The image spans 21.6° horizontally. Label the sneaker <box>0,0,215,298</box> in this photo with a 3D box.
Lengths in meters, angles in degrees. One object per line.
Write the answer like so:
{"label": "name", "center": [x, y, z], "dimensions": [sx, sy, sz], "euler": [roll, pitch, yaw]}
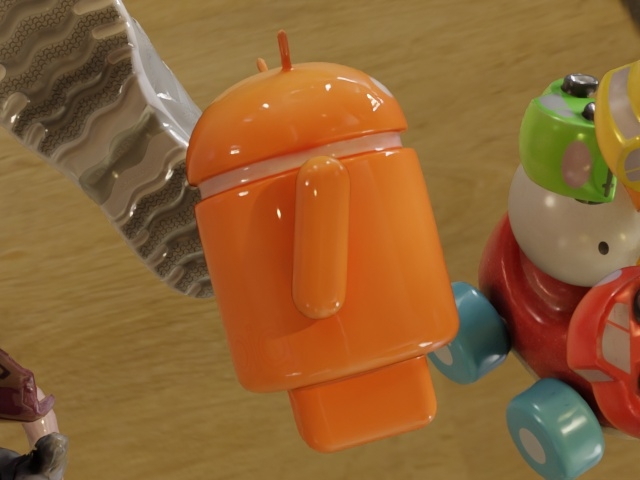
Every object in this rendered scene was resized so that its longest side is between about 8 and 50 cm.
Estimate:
{"label": "sneaker", "center": [-0.143, -0.089, 1.082], "dimensions": [0.105, 0.115, 0.281], "euler": [-31, 110, 4]}

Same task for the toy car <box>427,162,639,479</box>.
{"label": "toy car", "center": [0.202, 0.009, 1.184], "dimensions": [0.219, 0.238, 0.210], "euler": [-31, 57, -19]}

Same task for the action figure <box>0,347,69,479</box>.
{"label": "action figure", "center": [-0.271, 0.058, 0.577], "dimensions": [0.370, 0.276, 0.248], "euler": [12, 103, -4]}

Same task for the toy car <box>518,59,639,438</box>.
{"label": "toy car", "center": [0.156, -0.032, 0.966], "dimensions": [0.053, 0.225, 0.239], "euler": [-1, 117, -10]}

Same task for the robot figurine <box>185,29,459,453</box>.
{"label": "robot figurine", "center": [0.001, 0.000, 0.902], "dimensions": [0.158, 0.128, 0.219], "euler": [-12, 86, -56]}
